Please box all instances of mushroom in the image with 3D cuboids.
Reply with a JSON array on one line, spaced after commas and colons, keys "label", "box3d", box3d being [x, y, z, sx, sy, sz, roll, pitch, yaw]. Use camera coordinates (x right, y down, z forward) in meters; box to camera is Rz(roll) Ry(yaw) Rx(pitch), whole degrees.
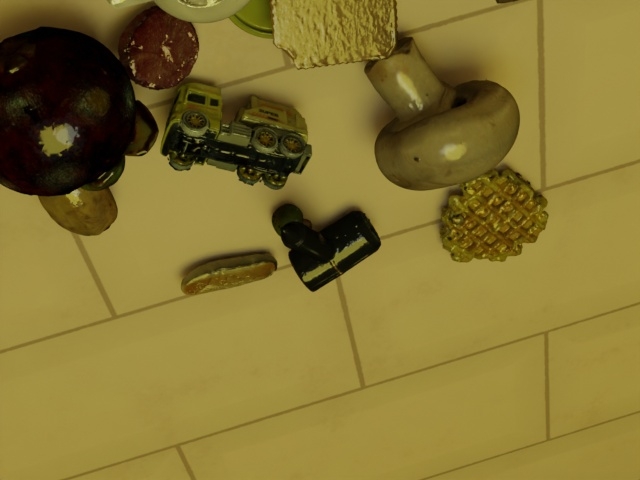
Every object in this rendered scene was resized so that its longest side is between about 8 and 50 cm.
[{"label": "mushroom", "box3d": [0.219, -0.250, 1.842, 0.292, 0.292, 0.290, -25, 104, 5]}]

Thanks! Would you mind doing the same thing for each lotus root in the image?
[{"label": "lotus root", "box3d": [-0.466, -0.091, 1.830, 0.125, 0.118, 0.221, -38, 136, -7]}]

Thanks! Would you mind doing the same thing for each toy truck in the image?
[{"label": "toy truck", "box3d": [-0.153, -0.205, 1.806, 0.272, 0.157, 0.124, 12, 142, -17]}]

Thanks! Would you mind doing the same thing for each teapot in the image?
[{"label": "teapot", "box3d": [-0.204, -0.442, 1.573, 0.298, 0.139, 0.204, -18, 130, 7]}]

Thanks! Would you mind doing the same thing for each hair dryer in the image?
[{"label": "hair dryer", "box3d": [0.000, 0.000, 1.975, 0.189, 0.107, 0.352, -33, 164, 9]}]

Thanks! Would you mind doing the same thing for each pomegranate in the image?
[{"label": "pomegranate", "box3d": [-0.060, -0.044, 2.037, 0.084, 0.073, 0.073, -24, 138, -26]}]

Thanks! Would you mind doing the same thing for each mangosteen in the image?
[{"label": "mangosteen", "box3d": [-0.443, -0.206, 1.622, 0.311, 0.311, 0.311, -9, 133, -10]}]

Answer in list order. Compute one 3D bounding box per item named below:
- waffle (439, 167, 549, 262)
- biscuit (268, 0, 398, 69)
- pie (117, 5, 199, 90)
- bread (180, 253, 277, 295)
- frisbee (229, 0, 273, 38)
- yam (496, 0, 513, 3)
[{"label": "waffle", "box3d": [0.390, -0.053, 2.180, 0.262, 0.060, 0.281, -10, 134, -14]}, {"label": "biscuit", "box3d": [0.023, -0.420, 1.690, 0.232, 0.013, 0.237, -9, 114, -11]}, {"label": "pie", "box3d": [-0.279, -0.334, 1.687, 0.154, 0.036, 0.154, -18, 120, -34]}, {"label": "bread", "box3d": [-0.199, 0.066, 2.097, 0.214, 0.053, 0.073, -13, 136, -10]}, {"label": "frisbee", "box3d": [-0.067, -0.458, 1.696, 0.236, 0.017, 0.236, -9, 133, -10]}, {"label": "yam", "box3d": [0.375, -0.484, 1.777, 0.127, 0.084, 0.084, -16, 133, 2]}]
